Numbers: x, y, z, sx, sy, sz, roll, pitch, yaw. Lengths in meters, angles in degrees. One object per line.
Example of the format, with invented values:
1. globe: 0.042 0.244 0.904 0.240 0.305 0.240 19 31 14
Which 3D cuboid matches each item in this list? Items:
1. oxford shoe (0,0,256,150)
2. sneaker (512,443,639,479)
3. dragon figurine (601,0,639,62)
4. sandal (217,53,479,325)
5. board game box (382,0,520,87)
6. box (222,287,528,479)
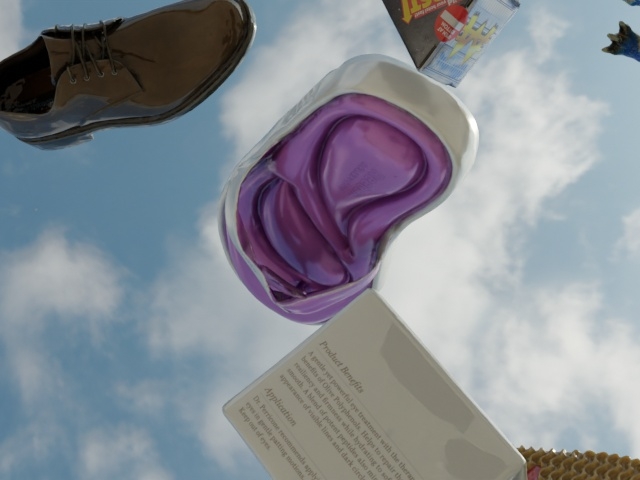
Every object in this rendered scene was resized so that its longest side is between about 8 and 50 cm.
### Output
1. oxford shoe: -0.156 -0.129 0.745 0.227 0.096 0.083 -21 -106 14
2. sneaker: 0.143 0.174 0.588 0.069 0.185 0.084 -28 -72 -35
3. dragon figurine: 0.295 -0.155 0.743 0.144 0.289 0.085 37 -97 25
4. sandal: -0.013 -0.008 0.814 0.169 0.416 0.102 32 -119 1
5. board game box: 0.093 -0.202 0.595 0.060 0.194 0.194 4 -109 -58
6. box: 0.029 0.096 0.446 0.087 0.102 0.101 -39 -115 -4
